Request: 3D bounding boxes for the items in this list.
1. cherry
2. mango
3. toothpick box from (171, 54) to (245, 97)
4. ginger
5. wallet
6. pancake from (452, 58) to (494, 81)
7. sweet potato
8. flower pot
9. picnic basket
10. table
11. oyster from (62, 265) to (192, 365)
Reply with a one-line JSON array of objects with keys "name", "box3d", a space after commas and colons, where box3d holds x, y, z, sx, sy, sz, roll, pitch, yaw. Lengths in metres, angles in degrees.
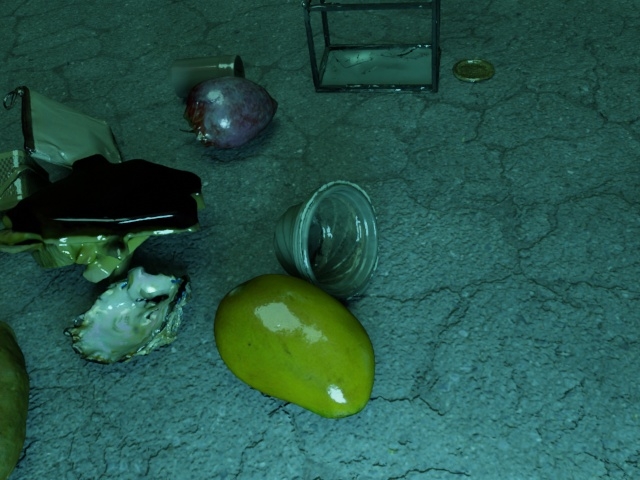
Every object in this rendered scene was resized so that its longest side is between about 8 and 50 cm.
[{"name": "cherry", "box3d": [-0.221, -0.324, 1.639, 0.249, 0.175, 0.192, -13, 18, -21]}, {"name": "mango", "box3d": [-0.040, 0.182, 1.142, 0.317, 0.173, 0.211, 30, 66, 20]}, {"name": "toothpick box", "box3d": [-0.306, -0.452, 1.805, 0.180, 0.111, 0.111, -1, 48, 10]}, {"name": "ginger", "box3d": [-0.447, -0.028, 1.409, 0.412, 0.211, 0.358, 3, 30, 2]}, {"name": "wallet", "box3d": [-0.622, -0.256, 1.611, 0.274, 0.068, 0.335, 16, 28, -38]}, {"name": "pancake", "box3d": [0.413, -0.460, 1.762, 0.114, 0.011, 0.115, -3, 47, 4]}, {"name": "sweet potato", "box3d": [-0.587, 0.300, 1.140, 0.157, 0.158, 0.370, -22, 48, -11]}, {"name": "flower pot", "box3d": [0.000, 0.000, 1.292, 0.140, 0.236, 0.235, 2, 43, 46]}, {"name": "picnic basket", "box3d": [-0.753, -0.089, 1.482, 0.266, 0.165, 0.139, -14, 72, -3]}, {"name": "table", "box3d": [0.147, -0.566, 1.725, 0.334, 0.272, 0.222, 2, 49, 11]}, {"name": "oyster", "box3d": [-0.368, 0.142, 1.291, 0.198, 0.092, 0.260, 30, 68, 31]}]
